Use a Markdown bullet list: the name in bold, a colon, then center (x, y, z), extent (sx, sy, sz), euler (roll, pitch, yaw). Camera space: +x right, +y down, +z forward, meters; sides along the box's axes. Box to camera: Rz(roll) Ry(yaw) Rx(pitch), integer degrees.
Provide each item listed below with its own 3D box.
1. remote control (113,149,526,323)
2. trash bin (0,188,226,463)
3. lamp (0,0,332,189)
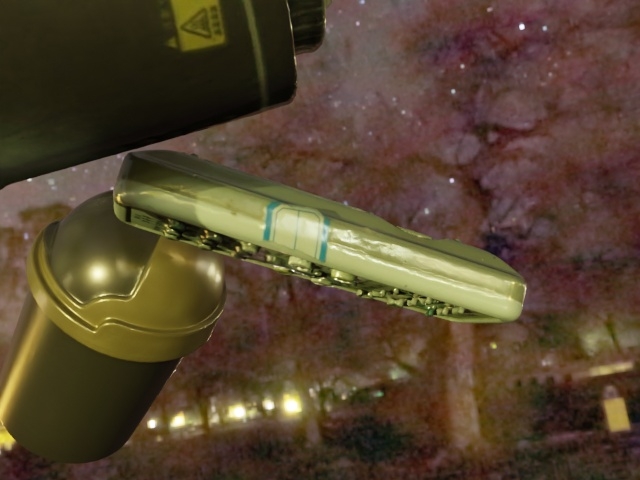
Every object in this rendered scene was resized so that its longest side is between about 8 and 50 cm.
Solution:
- **remote control**: center (0.000, 0.000, 0.632), extent (0.335, 0.065, 0.128), euler (17, -12, -12)
- **trash bin**: center (-0.235, 0.082, 0.861), extent (0.214, 0.214, 0.334), euler (1, -44, -42)
- **lamp**: center (-0.130, -0.150, 0.434), extent (0.272, 0.205, 0.374), euler (-12, 19, 11)
